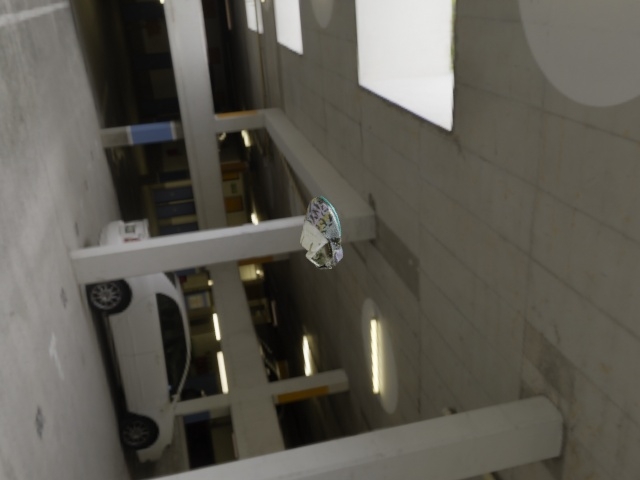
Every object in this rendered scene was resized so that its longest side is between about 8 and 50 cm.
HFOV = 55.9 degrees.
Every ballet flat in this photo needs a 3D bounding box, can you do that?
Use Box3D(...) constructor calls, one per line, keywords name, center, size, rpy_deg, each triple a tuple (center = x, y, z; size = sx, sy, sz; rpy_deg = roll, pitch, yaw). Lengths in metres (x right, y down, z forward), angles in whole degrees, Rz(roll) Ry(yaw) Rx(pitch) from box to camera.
Box3D(name="ballet flat", center=(0.000, 0.000, 0.593), size=(0.114, 0.041, 0.041), rpy_deg=(75, 0, -63))
